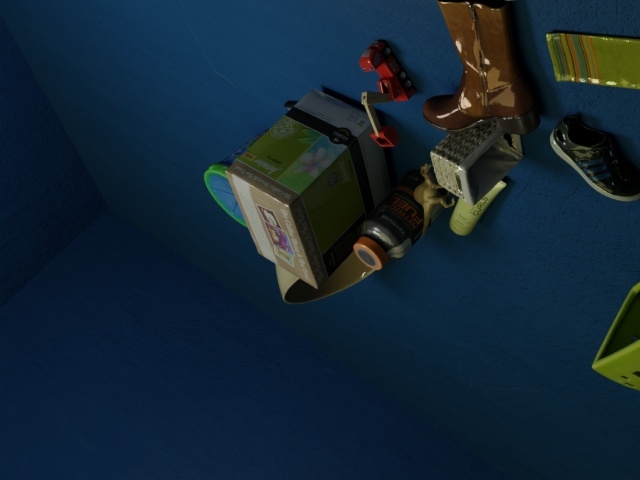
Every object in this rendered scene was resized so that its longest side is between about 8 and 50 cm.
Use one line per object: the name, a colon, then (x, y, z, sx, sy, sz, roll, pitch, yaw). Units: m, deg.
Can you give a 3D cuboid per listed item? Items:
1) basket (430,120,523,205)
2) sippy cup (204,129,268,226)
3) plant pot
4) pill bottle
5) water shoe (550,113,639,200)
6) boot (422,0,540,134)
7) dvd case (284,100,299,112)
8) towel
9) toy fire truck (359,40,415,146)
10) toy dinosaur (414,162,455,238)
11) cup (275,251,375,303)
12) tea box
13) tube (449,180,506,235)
basket: (0.316, -0.173, 1.823, 0.103, 0.167, 0.113, 33, 157, 39)
sippy cup: (-0.172, -0.185, 2.551, 0.305, 0.224, 0.240, 9, 142, 55)
plant pot: (0.708, 0.197, 1.766, 0.207, 0.228, 0.227, 35, 157, 3)
pill bottle: (0.186, -0.042, 2.171, 0.130, 0.246, 0.130, 35, 157, 17)
water shoe: (0.513, -0.149, 1.648, 0.203, 0.073, 0.080, 38, 156, 12)
boot: (0.268, -0.330, 1.702, 0.264, 0.096, 0.280, 19, 148, 46)
dvd case: (0.026, -0.278, 2.313, 0.253, 0.022, 0.180, 16, 145, 50)
towel: (0.486, -0.295, 1.492, 0.237, 0.021, 0.102, 19, 149, 45)
toy fire truck: (0.131, -0.311, 1.916, 0.047, 0.135, 0.192, 6, 139, 56)
toy dinosaur: (0.265, -0.101, 2.118, 0.053, 0.092, 0.183, -120, 26, -67)
cup: (0.000, 0.000, 2.551, 0.331, 0.331, 0.237, 103, 144, -66)
tea box: (-0.014, -0.124, 2.198, 0.220, 0.323, 0.329, 29, 153, 31)
tube: (0.351, -0.094, 2.055, 0.070, 0.062, 0.240, 2, 152, -8)
